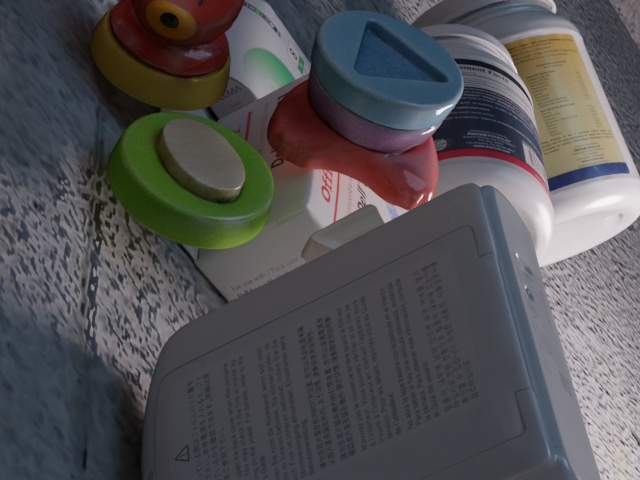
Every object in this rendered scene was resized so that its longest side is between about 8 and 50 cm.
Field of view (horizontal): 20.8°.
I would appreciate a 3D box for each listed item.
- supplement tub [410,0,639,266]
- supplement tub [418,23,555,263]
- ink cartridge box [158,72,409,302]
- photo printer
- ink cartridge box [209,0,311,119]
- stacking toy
[{"bbox_3d":[0.245,-0.142,2.158,0.228,0.228,0.316,17,51,-63],"label":"supplement tub"},{"bbox_3d":[0.146,-0.089,1.907,0.191,0.191,0.272,48,25,-37],"label":"supplement tub"},{"bbox_3d":[0.000,0.000,1.547,0.353,0.119,0.207,50,25,-32],"label":"ink cartridge box"},{"bbox_3d":[0.017,0.128,1.165,0.107,0.307,0.256,45,25,-44],"label":"photo printer"},{"bbox_3d":[-0.091,-0.198,1.661,0.225,0.056,0.181,55,22,-27],"label":"ink cartridge box"},{"bbox_3d":[-0.025,-0.115,1.386,0.309,0.130,0.279,16,38,-14],"label":"stacking toy"}]
